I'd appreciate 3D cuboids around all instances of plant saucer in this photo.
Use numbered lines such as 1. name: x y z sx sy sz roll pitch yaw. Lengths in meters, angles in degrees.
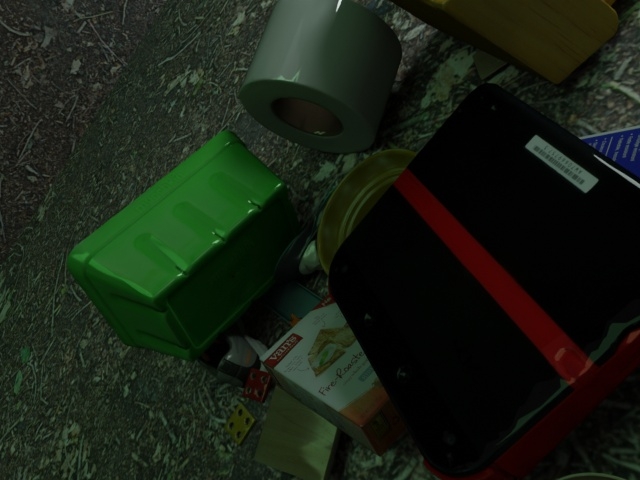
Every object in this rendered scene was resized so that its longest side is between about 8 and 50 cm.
1. plant saucer: -0.043 0.107 1.083 0.192 0.018 0.067 28 89 51

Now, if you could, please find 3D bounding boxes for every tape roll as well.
1. tape roll: 0.002 -0.280 1.098 0.246 0.246 0.169 3 69 49

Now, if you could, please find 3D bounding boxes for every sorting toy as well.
1. sorting toy: 0.278 -0.289 0.982 0.083 0.012 0.062 -32 48 32
2. sorting toy: -0.024 0.269 0.923 0.275 0.046 0.132 2 68 41

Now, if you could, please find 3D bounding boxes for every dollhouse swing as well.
1. dollhouse swing: 0.258 -0.435 0.891 0.304 0.315 0.347 -59 34 18

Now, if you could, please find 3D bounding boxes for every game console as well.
1. game console: 0.174 0.032 0.698 0.342 0.060 0.386 -49 38 14

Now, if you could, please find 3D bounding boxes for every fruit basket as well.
1. fruit basket: -0.255 0.002 1.133 0.392 0.282 0.392 -9 44 9

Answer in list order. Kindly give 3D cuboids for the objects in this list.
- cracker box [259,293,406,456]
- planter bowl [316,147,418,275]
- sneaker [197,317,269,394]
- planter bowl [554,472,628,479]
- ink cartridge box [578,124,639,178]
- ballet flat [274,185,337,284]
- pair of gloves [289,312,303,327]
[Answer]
1. cracker box: 0.044 0.166 0.857 0.156 0.067 0.232 -42 32 -22
2. planter bowl: 0.102 -0.020 0.941 0.217 0.090 0.217 -27 48 35
3. sneaker: -0.184 0.176 1.125 0.272 0.108 0.100 24 87 54
4. planter bowl: 0.260 0.293 0.547 0.162 0.109 0.162 -27 48 35
5. ink cartridge box: 0.290 -0.038 0.711 0.371 0.069 0.175 -8 47 54
6. ballet flat: 0.000 0.000 1.064 0.203 0.074 0.074 -54 38 -1
7. pair of gloves: -0.033 0.164 1.020 0.074 0.010 0.083 36 118 49
